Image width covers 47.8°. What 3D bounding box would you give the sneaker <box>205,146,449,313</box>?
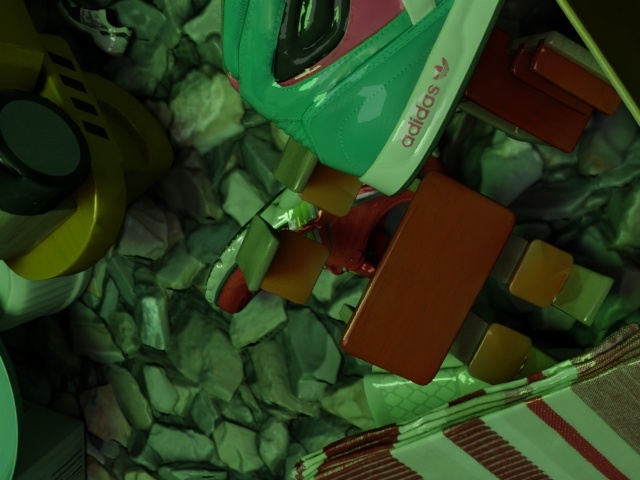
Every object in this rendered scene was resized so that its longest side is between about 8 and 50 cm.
[{"bbox_3d":[0.000,0.000,0.665,0.118,0.107,0.279,47,120,-4],"label":"sneaker"}]

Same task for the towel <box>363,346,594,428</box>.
[{"bbox_3d":[0.218,0.259,0.691,0.316,0.053,0.332,-6,107,25],"label":"towel"}]

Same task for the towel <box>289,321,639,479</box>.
[{"bbox_3d":[0.166,0.198,0.592,0.329,0.037,0.237,-30,122,31],"label":"towel"}]

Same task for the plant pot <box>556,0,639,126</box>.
[{"bbox_3d":[0.280,-0.159,0.434,0.212,0.187,0.212,-33,92,29],"label":"plant pot"}]

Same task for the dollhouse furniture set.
[{"bbox_3d":[0.104,-0.018,0.535,0.262,0.135,0.259,24,96,-15],"label":"dollhouse furniture set"}]

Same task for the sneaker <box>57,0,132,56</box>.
[{"bbox_3d":[-0.224,-0.222,0.726,0.083,0.032,0.037,37,105,2],"label":"sneaker"}]

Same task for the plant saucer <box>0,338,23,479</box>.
[{"bbox_3d":[-0.449,0.176,0.806,0.317,0.043,0.318,3,99,20],"label":"plant saucer"}]

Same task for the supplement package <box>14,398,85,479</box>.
[{"bbox_3d":[-0.428,0.326,0.939,0.194,0.149,0.203,15,114,18],"label":"supplement package"}]

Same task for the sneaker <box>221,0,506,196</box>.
[{"bbox_3d":[0.023,-0.193,0.410,0.178,0.124,0.296,22,94,-7],"label":"sneaker"}]

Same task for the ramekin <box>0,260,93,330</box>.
[{"bbox_3d":[-0.376,0.007,0.826,0.207,0.109,0.207,8,112,21],"label":"ramekin"}]

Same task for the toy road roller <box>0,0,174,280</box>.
[{"bbox_3d":[-0.295,-0.119,0.690,0.202,0.240,0.330,-33,78,29],"label":"toy road roller"}]
